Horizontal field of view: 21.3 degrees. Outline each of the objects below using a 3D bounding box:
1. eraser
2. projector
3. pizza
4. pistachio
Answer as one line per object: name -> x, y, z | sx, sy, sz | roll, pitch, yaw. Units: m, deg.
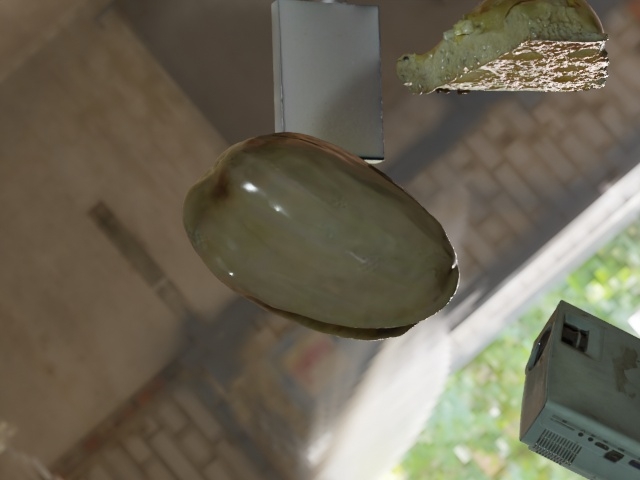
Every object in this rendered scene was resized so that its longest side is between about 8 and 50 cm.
eraser -> 0.006, -0.148, 1.578 | 0.023, 0.103, 0.150 | 159, 110, -68
projector -> 0.219, 0.127, 1.346 | 0.115, 0.061, 0.147 | 28, -148, -4
pizza -> 0.197, -0.184, 1.536 | 0.188, 0.204, 0.081 | -24, 70, 59
pistachio -> 0.000, 0.000, 1.252 | 0.206, 0.131, 0.129 | 29, 168, -6
